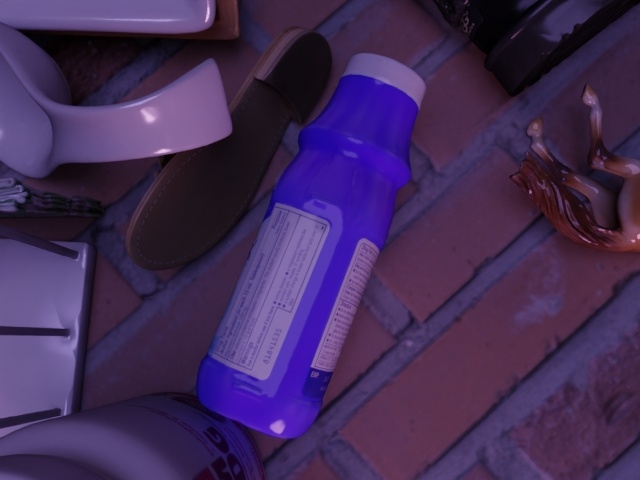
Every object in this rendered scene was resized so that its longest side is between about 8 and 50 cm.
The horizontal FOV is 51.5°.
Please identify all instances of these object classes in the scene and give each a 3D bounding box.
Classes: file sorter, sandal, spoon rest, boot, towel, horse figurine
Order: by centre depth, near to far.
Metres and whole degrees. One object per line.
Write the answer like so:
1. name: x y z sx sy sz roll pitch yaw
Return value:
1. file sorter: -0.300 0.125 0.473 0.192 0.173 0.278 2 82 4
2. spoon rest: -0.201 -0.102 0.498 0.276 0.137 0.084 9 37 30
3. towel: -0.244 -0.030 0.503 0.113 0.152 0.023 1 90 2
4. horse figurine: 0.280 -0.062 0.521 0.263 0.066 0.174 -25 75 -3
5. boot: 0.195 -0.314 0.530 0.348 0.131 0.260 -38 81 -2
6. sandal: -0.089 -0.084 0.554 0.079 0.088 0.240 27 75 38

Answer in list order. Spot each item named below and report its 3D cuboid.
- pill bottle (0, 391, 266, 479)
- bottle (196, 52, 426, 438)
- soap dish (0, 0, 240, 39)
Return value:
1. pill bottle: -0.128 0.181 0.397 0.160 0.283 0.160 0 82 3
2. bottle: 0.000 0.000 0.500 0.092 0.118 0.283 21 84 7
3. soap dish: -0.178 -0.304 0.495 0.228 0.291 0.118 3 37 5
